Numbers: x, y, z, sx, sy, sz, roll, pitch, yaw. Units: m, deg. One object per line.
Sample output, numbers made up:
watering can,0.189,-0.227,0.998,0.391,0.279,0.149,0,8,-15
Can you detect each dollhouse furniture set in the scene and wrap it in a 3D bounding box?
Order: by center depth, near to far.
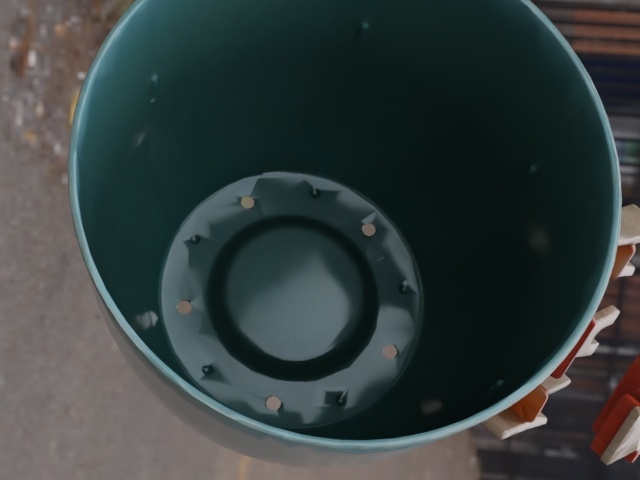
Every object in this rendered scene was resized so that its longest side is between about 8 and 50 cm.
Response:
dollhouse furniture set,0.242,0.097,1.557,0.135,0.259,0.262,-11,136,-49

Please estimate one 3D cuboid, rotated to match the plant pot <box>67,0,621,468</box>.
plant pot,0.000,0.000,0.919,0.235,0.293,0.293,114,-15,-70
